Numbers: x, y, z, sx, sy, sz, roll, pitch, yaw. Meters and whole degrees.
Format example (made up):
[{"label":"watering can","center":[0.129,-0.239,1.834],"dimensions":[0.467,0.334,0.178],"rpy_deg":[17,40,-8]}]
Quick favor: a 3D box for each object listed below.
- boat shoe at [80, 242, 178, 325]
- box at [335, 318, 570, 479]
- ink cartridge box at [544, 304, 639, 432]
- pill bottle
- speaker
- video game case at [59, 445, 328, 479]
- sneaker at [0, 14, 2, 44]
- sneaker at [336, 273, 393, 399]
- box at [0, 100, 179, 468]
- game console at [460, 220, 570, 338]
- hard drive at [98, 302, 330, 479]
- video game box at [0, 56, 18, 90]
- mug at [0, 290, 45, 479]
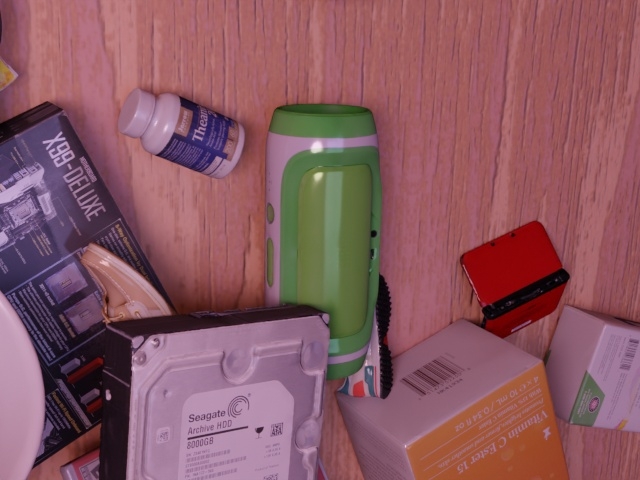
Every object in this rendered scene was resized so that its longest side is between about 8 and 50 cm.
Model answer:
[{"label":"boat shoe","center":[-0.181,0.075,0.870],"dimensions":[0.059,0.063,0.170],"rpy_deg":[-48,122,-18]},{"label":"box","center":[0.191,0.317,1.170],"dimensions":[0.215,0.168,0.345],"rpy_deg":[-28,116,-20]},{"label":"ink cartridge box","center":[0.437,0.194,1.317],"dimensions":[0.212,0.093,0.154],"rpy_deg":[13,98,-30]},{"label":"pill bottle","center":[-0.145,-0.113,0.925],"dimensions":[0.120,0.067,0.067],"rpy_deg":[20,93,-32]},{"label":"speaker","center":[0.000,0.000,1.003],"dimensions":[0.131,0.131,0.297],"rpy_deg":[-6,107,-27]},{"label":"video game case","center":[-0.122,0.280,0.994],"dimensions":[0.285,0.025,0.204],"rpy_deg":[-23,93,-37]},{"label":"sneaker","center":[-0.304,-0.150,0.768],"dimensions":[0.065,0.076,0.167],"rpy_deg":[2,103,-32]},{"label":"sneaker","center":[0.046,0.115,1.098],"dimensions":[0.057,0.075,0.161],"rpy_deg":[17,69,-67]},{"label":"box","center":[-0.294,0.054,0.883],"dimensions":[0.242,0.076,0.307],"rpy_deg":[-34,117,-17]},{"label":"game console","center":[0.261,0.062,1.229],"dimensions":[0.144,0.085,0.124],"rpy_deg":[-23,145,-21]},{"label":"hard drive","center":[-0.105,0.240,0.894],"dimensions":[0.237,0.064,0.339],"rpy_deg":[-2,100,-41]},{"label":"video game box","center":[-0.409,-0.157,0.779],"dimensions":[0.205,0.048,0.187],"rpy_deg":[-41,118,-13]},{"label":"mug","center":[-0.449,0.178,0.658],"dimensions":[0.374,0.328,0.276],"rpy_deg":[-6,63,-53]}]
